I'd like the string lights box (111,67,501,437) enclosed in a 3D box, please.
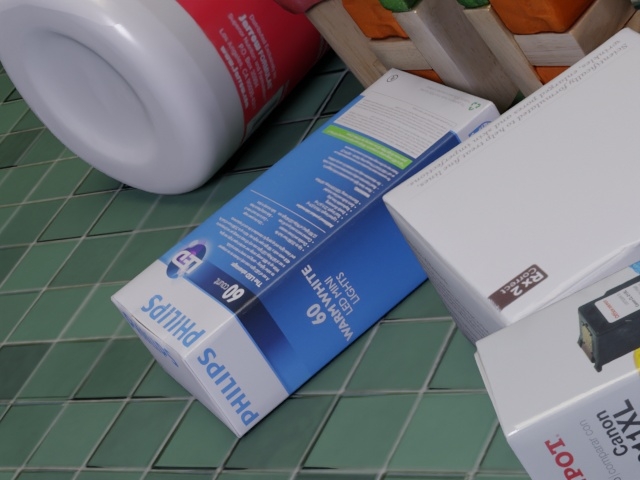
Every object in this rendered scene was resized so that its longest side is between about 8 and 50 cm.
[{"bbox_3d":[0.000,0.000,1.030,0.259,0.077,0.133,-40,30,-12],"label":"string lights box"}]

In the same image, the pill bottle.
[{"bbox_3d":[-0.067,-0.249,1.309,0.229,0.229,0.408,5,47,47],"label":"pill bottle"}]

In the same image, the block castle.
[{"bbox_3d":[0.159,-0.260,1.049,0.453,0.213,0.303,8,56,55],"label":"block castle"}]

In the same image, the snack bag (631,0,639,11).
[{"bbox_3d":[0.359,-0.291,1.119,0.323,0.037,0.342,-9,39,45],"label":"snack bag"}]

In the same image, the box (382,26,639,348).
[{"bbox_3d":[0.160,0.000,0.834,0.181,0.119,0.182,-34,30,-3],"label":"box"}]

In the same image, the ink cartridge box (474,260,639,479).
[{"bbox_3d":[0.177,0.071,0.704,0.175,0.127,0.072,-28,32,10],"label":"ink cartridge box"}]
